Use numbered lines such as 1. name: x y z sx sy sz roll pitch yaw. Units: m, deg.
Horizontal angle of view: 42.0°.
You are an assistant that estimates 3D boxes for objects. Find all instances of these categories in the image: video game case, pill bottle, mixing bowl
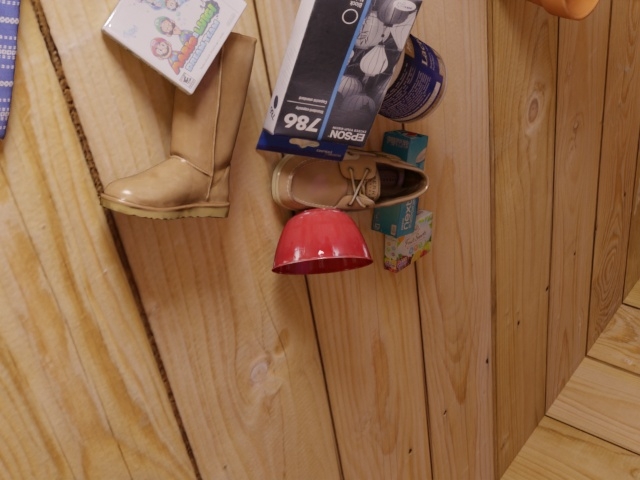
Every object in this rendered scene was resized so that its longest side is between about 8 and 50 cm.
1. video game case: -0.192 -0.299 1.115 0.143 0.019 0.157 35 75 -25
2. pill bottle: 0.104 -0.305 1.463 0.264 0.153 0.153 10 98 -56
3. mixing bowl: 0.000 0.000 1.480 0.181 0.181 0.098 12 71 -56

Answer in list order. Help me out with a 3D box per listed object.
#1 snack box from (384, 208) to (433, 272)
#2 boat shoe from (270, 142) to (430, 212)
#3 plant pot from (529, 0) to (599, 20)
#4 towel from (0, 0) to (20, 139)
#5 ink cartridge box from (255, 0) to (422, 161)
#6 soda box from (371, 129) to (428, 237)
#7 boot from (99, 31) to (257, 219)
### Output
1. snack box: 0.195 -0.001 1.843 0.141 0.037 0.100 -29 127 -44
2. boat shoe: 0.061 -0.112 1.510 0.341 0.110 0.122 -10 110 -42
3. plant pot: 0.490 -0.634 1.797 0.291 0.203 0.291 -28 127 -45
4. towel: -0.421 -0.269 0.864 0.243 0.040 0.336 -10 116 -54
5. ink cartridge box: 0.021 -0.250 1.294 0.165 0.065 0.333 4 130 -21
6. soda box: 0.163 -0.117 1.715 0.071 0.067 0.210 -16 120 -50
7. boot: -0.199 -0.169 1.179 0.236 0.089 0.269 -5 107 -56
